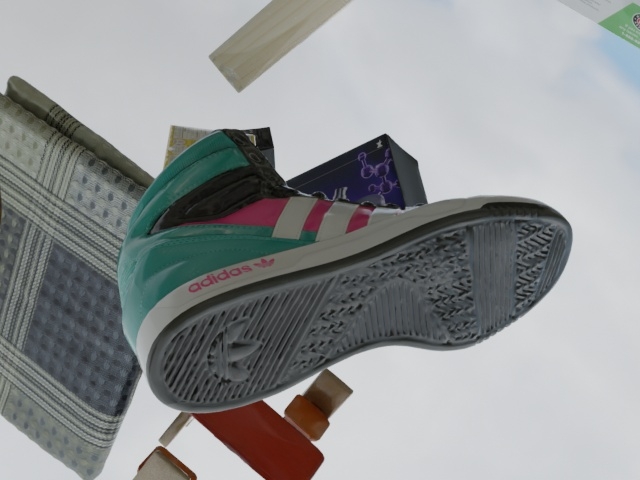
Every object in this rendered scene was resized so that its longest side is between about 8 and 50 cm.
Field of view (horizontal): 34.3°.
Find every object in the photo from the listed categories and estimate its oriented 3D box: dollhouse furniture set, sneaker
[{"bbox_3d":[-0.026,0.220,1.012,0.259,0.135,0.262,40,-149,3],"label":"dollhouse furniture set"},{"bbox_3d":[0.000,0.000,0.668,0.295,0.124,0.178,-11,-143,-27],"label":"sneaker"}]

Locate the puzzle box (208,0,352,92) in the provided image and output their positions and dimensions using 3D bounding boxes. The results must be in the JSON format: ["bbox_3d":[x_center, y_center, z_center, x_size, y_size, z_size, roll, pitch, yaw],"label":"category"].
[{"bbox_3d":[0.066,-0.317,1.130,0.052,0.272,0.409,50,-145,-8],"label":"puzzle box"}]

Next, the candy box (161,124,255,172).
[{"bbox_3d":[-0.124,-0.090,1.176,0.105,0.027,0.206,9,-160,-8],"label":"candy box"}]

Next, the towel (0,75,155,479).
[{"bbox_3d":[-0.279,0.026,1.012,0.324,0.312,0.056,32,-156,24],"label":"towel"}]

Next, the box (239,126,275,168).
[{"bbox_3d":[-0.096,-0.121,1.580,0.052,0.083,0.062,-7,-142,-5],"label":"box"}]

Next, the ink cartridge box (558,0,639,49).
[{"bbox_3d":[0.292,-0.286,0.902,0.154,0.212,0.093,38,-116,23],"label":"ink cartridge box"}]

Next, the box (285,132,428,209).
[{"bbox_3d":[0.012,0.006,1.337,0.103,0.261,0.184,35,-143,-51],"label":"box"}]
